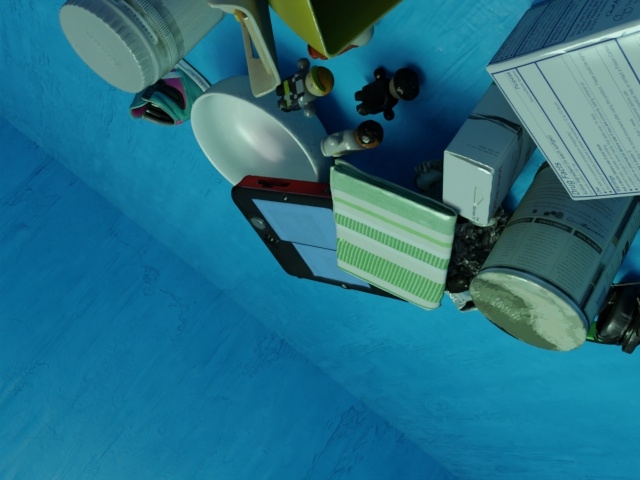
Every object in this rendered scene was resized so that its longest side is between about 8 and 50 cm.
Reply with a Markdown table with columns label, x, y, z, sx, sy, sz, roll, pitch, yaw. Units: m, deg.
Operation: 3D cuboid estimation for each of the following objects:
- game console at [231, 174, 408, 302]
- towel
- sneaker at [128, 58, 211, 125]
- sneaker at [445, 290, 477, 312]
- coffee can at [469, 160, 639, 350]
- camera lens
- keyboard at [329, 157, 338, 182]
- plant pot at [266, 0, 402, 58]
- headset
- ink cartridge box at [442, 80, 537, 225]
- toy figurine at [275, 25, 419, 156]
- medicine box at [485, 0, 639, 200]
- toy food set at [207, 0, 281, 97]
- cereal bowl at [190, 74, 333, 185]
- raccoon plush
| label | x | y | z | sx | sy | sz | roll | pitch | yaw |
| --- | --- | --- | --- | --- | --- | --- | --- | --- | --- |
| game console | 0.000 | 0.000 | 1.508 | 0.386 | 0.060 | 0.342 | 11 | 142 | 39 |
| towel | 0.131 | 0.002 | 1.270 | 0.248 | 0.038 | 0.325 | 26 | 150 | 21 |
| sneaker | -0.424 | -0.387 | 1.647 | 0.295 | 0.178 | 0.124 | 39 | 156 | -6 |
| sneaker | 0.346 | 0.134 | 1.677 | 0.191 | 0.083 | 0.071 | 14 | 149 | 43 |
| coffee can | 0.406 | 0.019 | 1.150 | 0.201 | 0.275 | 0.201 | 30 | 155 | 16 |
| camera lens | -0.327 | -0.447 | 1.292 | 0.219 | 0.274 | 0.219 | 29 | 155 | 15 |
| keyboard | -0.095 | -0.265 | 1.603 | 0.317 | 0.033 | 0.201 | 28 | 152 | 13 |
| plant pot | -0.004 | -0.433 | 0.992 | 0.187 | 0.212 | 0.212 | 33 | 159 | 39 |
| headset | 0.527 | 0.139 | 1.288 | 0.243 | 0.185 | 0.394 | 30 | 160 | -5 |
| ink cartridge box | 0.282 | -0.151 | 1.090 | 0.087 | 0.208 | 0.153 | 26 | 153 | 23 |
| toy figurine | 0.052 | -0.268 | 1.193 | 0.213 | 0.209 | 0.148 | 47 | 148 | -24 |
| medicine box | 0.420 | -0.203 | 0.887 | 0.263 | 0.149 | 0.289 | 48 | 154 | -24 |
| toy food set | -0.146 | -0.403 | 1.124 | 0.092 | 0.219 | 0.306 | -11 | 166 | 6 |
| cereal bowl | -0.111 | -0.230 | 1.490 | 0.339 | 0.141 | 0.339 | 27 | 152 | 16 |
| raccoon plush | 0.198 | -0.075 | 1.374 | 0.446 | 0.216 | 0.299 | 9 | 136 | 46 |
